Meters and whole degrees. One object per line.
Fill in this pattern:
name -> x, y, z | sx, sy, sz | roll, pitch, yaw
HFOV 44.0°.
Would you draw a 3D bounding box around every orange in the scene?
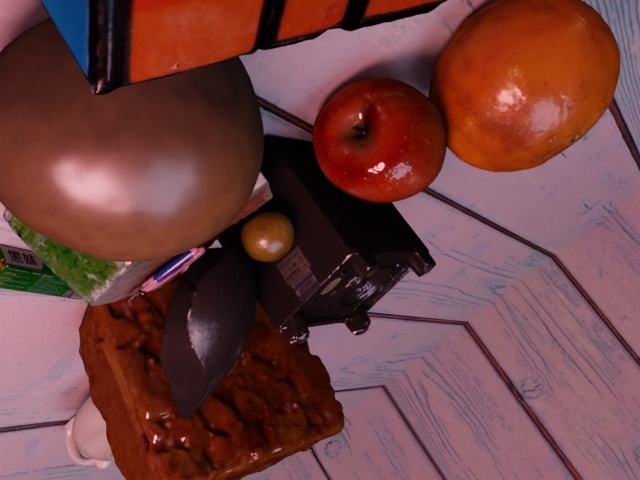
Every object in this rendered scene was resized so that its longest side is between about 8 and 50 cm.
orange -> 0.298, -0.229, 1.164 | 0.284, 0.226, 0.284 | -33, 165, -10

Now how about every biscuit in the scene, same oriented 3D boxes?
biscuit -> -0.180, 0.227, 1.294 | 0.395, 0.342, 0.166 | -4, 148, -47

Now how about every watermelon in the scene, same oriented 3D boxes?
watermelon -> -0.189, -0.038, 0.971 | 0.264, 0.151, 0.302 | -39, 158, 10

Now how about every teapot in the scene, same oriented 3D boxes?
teapot -> -0.382, 0.331, 1.502 | 0.300, 0.165, 0.208 | -34, 167, 20

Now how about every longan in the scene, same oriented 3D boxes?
longan -> -0.182, -0.099, 0.736 | 0.258, 0.258, 0.258 | -29, 158, -13
longan -> -0.069, -0.010, 1.052 | 0.075, 0.075, 0.083 | 119, -7, -49

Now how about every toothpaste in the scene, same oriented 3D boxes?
toothpaste -> -0.367, 0.044, 1.049 | 0.043, 0.037, 0.178 | -36, 158, 14

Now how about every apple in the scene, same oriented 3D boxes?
apple -> 0.084, -0.138, 1.112 | 0.181, 0.181, 0.168 | -38, 162, 9

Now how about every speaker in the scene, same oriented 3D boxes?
speaker -> 0.000, 0.000, 1.181 | 0.184, 0.254, 0.232 | -46, 156, 25

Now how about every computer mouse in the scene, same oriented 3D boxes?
computer mouse -> -0.137, 0.129, 1.059 | 0.295, 0.087, 0.168 | 96, 13, -52

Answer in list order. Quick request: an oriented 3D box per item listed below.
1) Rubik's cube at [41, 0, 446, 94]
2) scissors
Rubik's cube -> -0.051, -0.299, 0.446 | 0.294, 0.288, 0.283 | -19, 153, -29
scissors -> -0.190, 0.042, 0.962 | 0.113, 0.012, 0.039 | -35, 176, 6
